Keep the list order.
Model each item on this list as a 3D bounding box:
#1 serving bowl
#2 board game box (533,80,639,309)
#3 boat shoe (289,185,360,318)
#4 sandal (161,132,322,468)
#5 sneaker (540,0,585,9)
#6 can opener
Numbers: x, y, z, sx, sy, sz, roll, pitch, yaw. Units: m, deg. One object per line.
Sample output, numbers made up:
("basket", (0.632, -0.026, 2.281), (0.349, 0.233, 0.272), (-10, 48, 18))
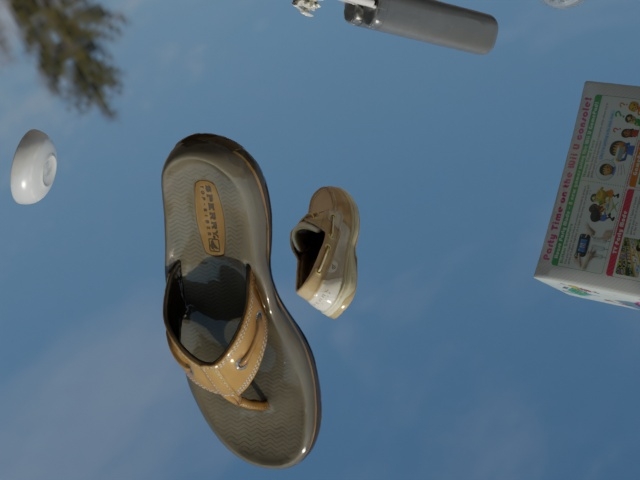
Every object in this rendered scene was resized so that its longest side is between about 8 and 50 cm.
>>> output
("serving bowl", (-0.307, -0.078, 1.741), (0.027, 0.083, 0.083), (11, -144, 13))
("board game box", (0.394, -0.031, 1.641), (0.303, 0.097, 0.224), (12, -96, 36))
("boat shoe", (0.000, 0.000, 1.571), (0.063, 0.059, 0.170), (-49, -153, 31))
("sandal", (-0.057, 0.045, 0.968), (0.090, 0.219, 0.060), (3, -155, 23))
("sneaker", (0.282, -0.345, 1.624), (0.091, 0.240, 0.126), (22, -173, 10))
("can opener", (0.064, -0.253, 1.643), (0.074, 0.280, 0.093), (28, -78, 57))
